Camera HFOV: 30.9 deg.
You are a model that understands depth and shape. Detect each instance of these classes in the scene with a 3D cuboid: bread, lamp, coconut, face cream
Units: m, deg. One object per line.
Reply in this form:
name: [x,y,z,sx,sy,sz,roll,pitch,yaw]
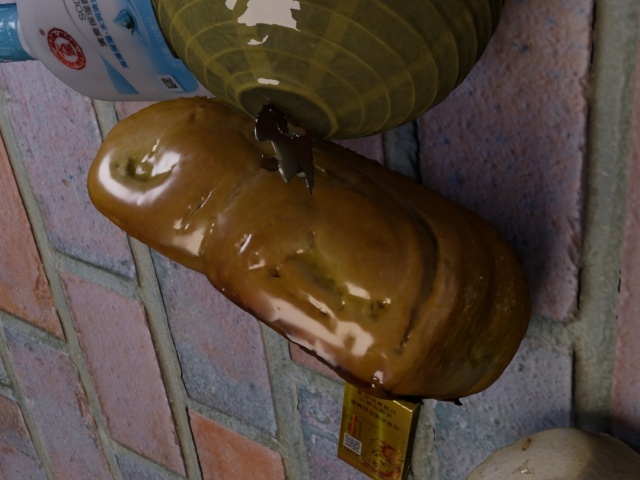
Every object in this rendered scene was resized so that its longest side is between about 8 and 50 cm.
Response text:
bread: [0.004,-0.007,0.935,0.328,0.148,0.337,32,-176,24]
lamp: [0.000,-0.163,0.780,0.250,0.284,0.250,11,160,4]
coconut: [0.231,0.291,1.043,0.202,0.202,0.222,-13,110,48]
face cream: [-0.212,-0.205,1.104,0.337,0.080,0.163,6,134,40]

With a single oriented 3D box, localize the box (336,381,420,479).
box: [0.062,0.208,1.267,0.089,0.022,0.156,28,139,25]
